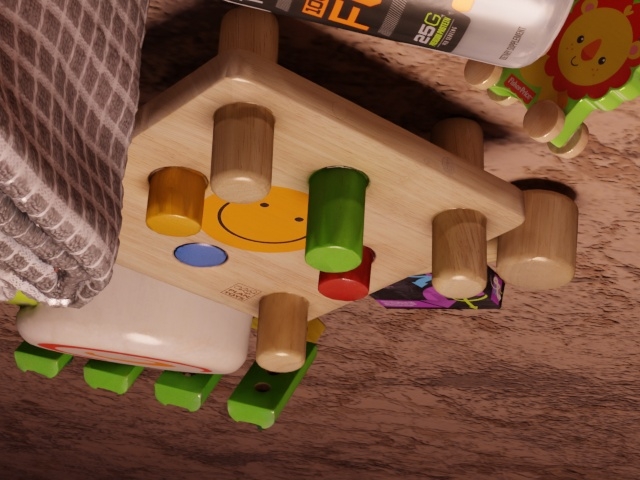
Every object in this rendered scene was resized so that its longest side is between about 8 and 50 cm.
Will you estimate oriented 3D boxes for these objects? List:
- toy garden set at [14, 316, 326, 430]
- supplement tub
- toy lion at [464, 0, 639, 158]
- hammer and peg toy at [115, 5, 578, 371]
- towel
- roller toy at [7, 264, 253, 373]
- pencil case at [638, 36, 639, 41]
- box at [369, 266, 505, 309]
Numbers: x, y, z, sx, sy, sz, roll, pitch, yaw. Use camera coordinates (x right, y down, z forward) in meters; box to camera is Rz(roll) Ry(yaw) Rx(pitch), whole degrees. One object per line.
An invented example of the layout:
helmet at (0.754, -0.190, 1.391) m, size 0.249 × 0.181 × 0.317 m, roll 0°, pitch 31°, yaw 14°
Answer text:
toy garden set at (-0.120, 0.092, 1.367) m, size 0.244 × 0.204 × 0.049 m, roll 11°, pitch 122°, yaw 16°
supplement tub at (0.018, -0.152, 0.666) m, size 0.190 × 0.117 × 0.117 m, roll 12°, pitch 161°, yaw -7°
toy lion at (0.139, -0.101, 0.819) m, size 0.034 × 0.096 × 0.100 m, roll 28°, pitch -166°, yaw -42°
hammer and peg toy at (0.000, 0.000, 1.034) m, size 0.361 × 0.127 × 0.266 m, roll 24°, pitch 145°, yaw -35°
towel at (-0.164, -0.116, 0.685) m, size 0.121 × 0.235 × 0.284 m, roll 1°, pitch 161°, yaw 14°
roller toy at (-0.143, 0.026, 1.217) m, size 0.191 × 0.146 × 0.209 m, roll 5°, pitch 170°, yaw 21°
pencil case at (0.255, -0.069, 0.811) m, size 0.104 × 0.104 × 0.236 m, roll -1°, pitch 160°, yaw 29°
box at (0.075, 0.022, 1.278) m, size 0.116 × 0.029 × 0.162 m, roll -1°, pitch 157°, yaw 30°
